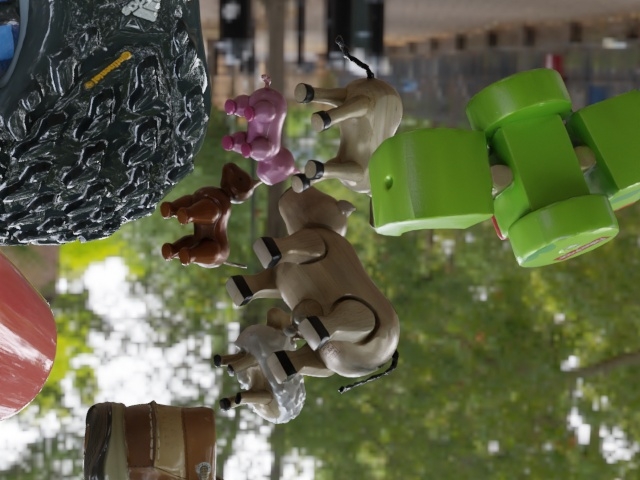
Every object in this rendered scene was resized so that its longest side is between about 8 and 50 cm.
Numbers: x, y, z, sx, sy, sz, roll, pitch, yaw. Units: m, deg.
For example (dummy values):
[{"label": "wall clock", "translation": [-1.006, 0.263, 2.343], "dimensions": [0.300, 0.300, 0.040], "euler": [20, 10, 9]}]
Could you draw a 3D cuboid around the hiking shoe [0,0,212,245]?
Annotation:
[{"label": "hiking shoe", "translation": [-0.105, -0.118, 0.604], "dimensions": [0.113, 0.132, 0.304], "euler": [-1, 143, -22]}]

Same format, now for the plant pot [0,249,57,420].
[{"label": "plant pot", "translation": [-0.466, 0.104, 1.630], "dimensions": [0.275, 0.275, 0.243], "euler": [4, 162, 23]}]

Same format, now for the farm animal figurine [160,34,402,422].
[{"label": "farm animal figurine", "translation": [0.000, 0.000, 1.385], "dimensions": [0.172, 0.327, 0.330], "euler": [-10, 167, -41]}]

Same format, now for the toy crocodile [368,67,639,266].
[{"label": "toy crocodile", "translation": [0.197, -0.057, 0.876], "dimensions": [0.340, 0.115, 0.105], "euler": [-14, 166, -17]}]

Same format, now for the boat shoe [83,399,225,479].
[{"label": "boat shoe", "translation": [-0.111, 0.256, 1.120], "dimensions": [0.120, 0.324, 0.122], "euler": [-9, -136, -2]}]
